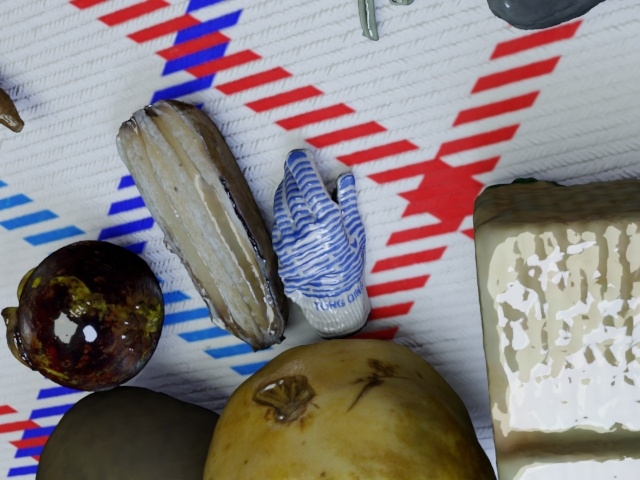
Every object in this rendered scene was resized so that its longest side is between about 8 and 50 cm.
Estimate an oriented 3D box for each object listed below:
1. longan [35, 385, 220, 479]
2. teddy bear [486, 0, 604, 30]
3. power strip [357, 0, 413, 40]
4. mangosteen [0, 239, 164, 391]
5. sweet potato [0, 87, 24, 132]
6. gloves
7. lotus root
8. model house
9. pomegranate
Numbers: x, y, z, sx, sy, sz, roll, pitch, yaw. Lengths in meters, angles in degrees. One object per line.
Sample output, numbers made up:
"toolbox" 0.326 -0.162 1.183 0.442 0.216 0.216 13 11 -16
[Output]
"longan" -0.223 0.326 1.222 0.297 0.297 0.297 7 112 18
"teddy bear" 0.274 -0.277 0.873 0.251 0.171 0.144 -5 89 28
"power strip" 0.069 -0.344 0.974 0.093 0.053 0.288 9 112 16
"mangosteen" -0.307 0.091 1.207 0.217 0.192 0.192 5 112 26
"sweet potato" -0.515 -0.223 1.205 0.359 0.112 0.112 31 118 9
"gloves" 0.002 0.004 1.120 0.119 0.097 0.229 -19 99 -5
"lotus root" -0.116 -0.021 1.160 0.167 0.078 0.329 -11 110 47
"model house" 0.332 0.122 0.933 0.342 0.334 0.382 -6 103 11
"pomegranate" 0.033 0.275 1.085 0.332 0.332 0.332 7 112 18
